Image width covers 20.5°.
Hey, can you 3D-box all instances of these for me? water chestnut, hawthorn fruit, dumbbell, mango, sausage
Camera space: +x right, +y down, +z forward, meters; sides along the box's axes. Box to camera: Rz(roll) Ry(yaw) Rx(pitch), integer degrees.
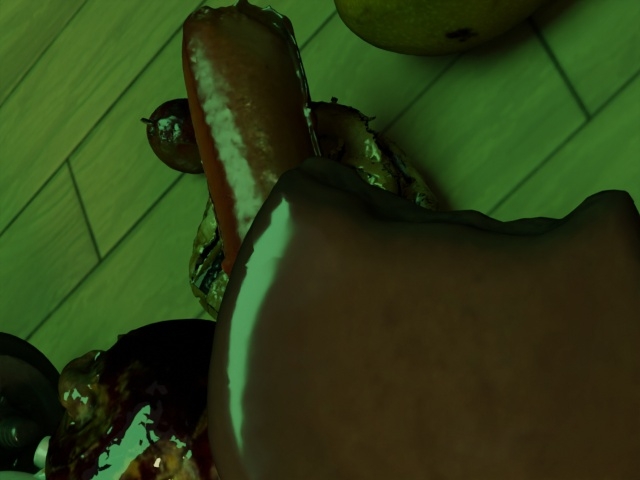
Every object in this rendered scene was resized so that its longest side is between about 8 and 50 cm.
[{"bbox_3d":[-0.101,0.182,1.373,0.223,0.238,0.224,-28,44,30],"label":"water chestnut"},{"bbox_3d":[-0.121,-0.098,1.619,0.077,0.077,0.077,-18,63,41],"label":"hawthorn fruit"},{"bbox_3d":[-0.355,0.178,1.672,0.290,0.192,0.192,-4,73,47],"label":"dumbbell"},{"bbox_3d":[0.131,-0.243,1.380,0.295,0.120,0.177,-23,52,37],"label":"mango"},{"bbox_3d":[-0.037,-0.029,1.345,0.102,0.102,0.330,-29,66,36],"label":"sausage"}]

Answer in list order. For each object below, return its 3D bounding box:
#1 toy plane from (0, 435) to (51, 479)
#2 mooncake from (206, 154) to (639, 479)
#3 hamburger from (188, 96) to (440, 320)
[{"bbox_3d":[-0.212,0.264,1.505,0.244,0.117,0.245,-3,71,9],"label":"toy plane"},{"bbox_3d":[0.083,0.087,1.174,0.325,0.174,0.334,-27,82,7],"label":"mooncake"},{"bbox_3d":[0.000,0.000,1.437,0.231,0.106,0.231,-16,65,37],"label":"hamburger"}]
